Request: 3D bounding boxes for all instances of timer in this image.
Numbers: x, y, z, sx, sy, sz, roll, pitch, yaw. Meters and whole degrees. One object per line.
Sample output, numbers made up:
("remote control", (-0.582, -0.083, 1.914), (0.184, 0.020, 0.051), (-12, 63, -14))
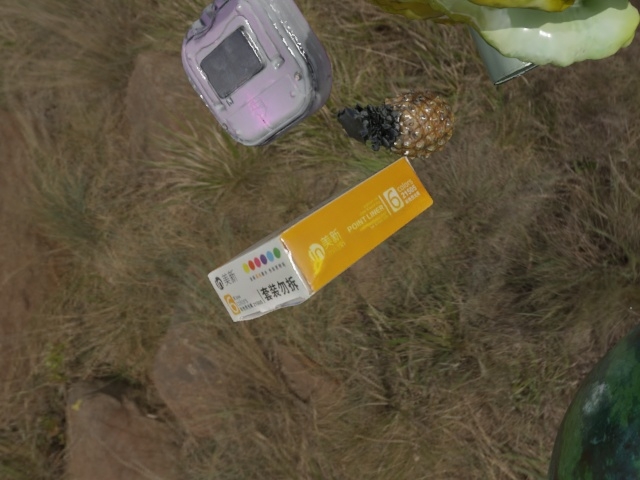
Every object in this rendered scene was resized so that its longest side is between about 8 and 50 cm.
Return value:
("timer", (-0.091, -0.228, 0.808), (0.208, 0.069, 0.190), (-24, 104, 49))

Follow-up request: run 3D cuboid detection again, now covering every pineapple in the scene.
("pineapple", (0.156, -0.251, 1.310), (0.158, 0.279, 0.157), (11, 105, 48))

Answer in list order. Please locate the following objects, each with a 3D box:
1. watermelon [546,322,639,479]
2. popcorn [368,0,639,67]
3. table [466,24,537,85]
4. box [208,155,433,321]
("watermelon", (0.263, 0.160, 0.440), (0.292, 0.319, 0.222), (-31, 45, 17))
("popcorn", (0.107, -0.203, 0.348), (0.221, 0.204, 0.183), (39, 129, 37))
("table", (0.354, -0.431, 1.194), (0.126, 0.126, 0.220), (-23, 91, 23))
("box", (0.000, 0.000, 0.872), (0.221, 0.274, 0.091), (-27, 96, 50))
